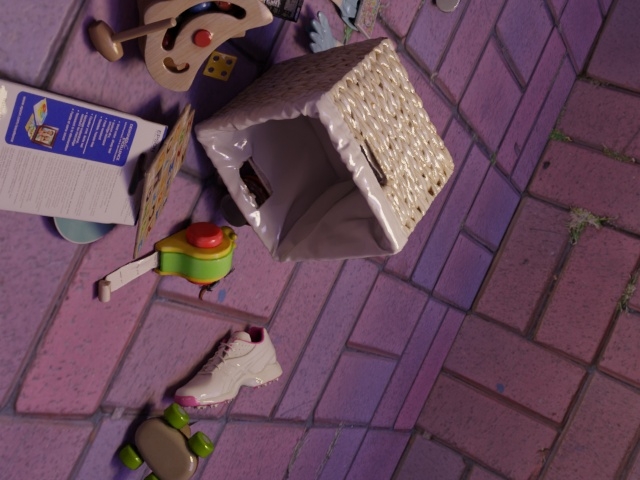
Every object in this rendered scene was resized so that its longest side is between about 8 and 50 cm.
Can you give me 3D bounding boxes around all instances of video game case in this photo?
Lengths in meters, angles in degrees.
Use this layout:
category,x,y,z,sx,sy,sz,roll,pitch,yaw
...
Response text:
category,x,y,z,sx,sy,sz,roll,pitch,yaw
video game case,0.106,-0.507,2.056,0.087,0.011,0.122,26,79,-67

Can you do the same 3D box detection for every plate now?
category,x,y,z,sx,sy,sz,roll,pitch,yaw
plate,-0.369,-0.085,1.542,0.188,0.024,0.188,-42,144,-40

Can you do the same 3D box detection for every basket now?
category,x,y,z,sx,sy,sz,roll,pitch,yaw
basket,0.017,-0.164,1.746,0.266,0.331,0.328,-50,120,-35

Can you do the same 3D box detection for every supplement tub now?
category,x,y,z,sx,sy,sz,roll,pitch,yaw
supplement tub,-0.115,-0.093,1.923,0.198,0.106,0.106,-33,139,-47

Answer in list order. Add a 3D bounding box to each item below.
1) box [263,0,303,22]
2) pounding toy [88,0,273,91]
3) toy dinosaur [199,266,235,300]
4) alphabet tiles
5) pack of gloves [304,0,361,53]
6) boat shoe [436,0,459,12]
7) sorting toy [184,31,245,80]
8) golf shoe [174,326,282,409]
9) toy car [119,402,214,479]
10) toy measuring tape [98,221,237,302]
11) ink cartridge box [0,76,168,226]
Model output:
category,x,y,z,sx,sy,sz,roll,pitch,yaw
box,-0.080,-0.490,1.672,0.147,0.077,0.180,-5,116,-61
pounding toy,-0.201,-0.306,1.456,0.269,0.155,0.154,-22,129,-4
toy dinosaur,-0.218,0.068,1.967,0.090,0.047,0.082,-43,-177,40
alphabet tiles,-0.261,-0.112,1.607,0.237,0.009,0.198,-70,180,-46
pack of gloves,0.023,-0.452,1.965,0.232,0.046,0.195,34,70,-67
boat shoe,0.344,-0.667,2.330,0.076,0.080,0.228,-35,141,-75
sorting toy,-0.190,-0.384,1.535,0.132,0.046,0.274,-9,131,-17
golf shoe,-0.211,0.278,2.091,0.306,0.115,0.140,-17,101,-53
toy car,-0.304,0.426,1.993,0.155,0.149,0.188,-42,175,4
toy measuring tape,-0.258,0.048,1.764,0.330,0.121,0.121,-32,139,-48
ink cartridge box,-0.388,-0.125,1.387,0.371,0.069,0.175,9,102,-56
